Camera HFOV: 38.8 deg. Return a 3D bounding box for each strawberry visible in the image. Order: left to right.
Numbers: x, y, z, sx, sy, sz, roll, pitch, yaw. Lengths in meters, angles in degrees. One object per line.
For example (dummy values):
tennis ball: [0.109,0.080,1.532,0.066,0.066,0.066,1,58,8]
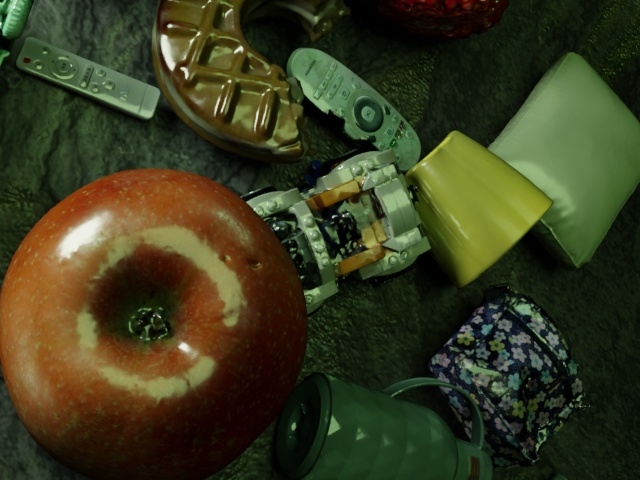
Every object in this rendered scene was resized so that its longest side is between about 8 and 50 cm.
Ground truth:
strawberry: [0.159,-0.420,1.382,0.220,0.274,0.274,-29,90,0]

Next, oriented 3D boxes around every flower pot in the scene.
flower pot: [0.210,-0.054,1.331,0.179,0.195,0.195,46,59,3]

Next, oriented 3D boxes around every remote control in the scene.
remote control: [-0.303,-0.209,1.190,0.184,0.027,0.050,21,65,-16]
remote control: [0.049,-0.192,1.361,0.256,0.045,0.097,38,64,-17]

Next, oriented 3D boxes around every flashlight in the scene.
flashlight: [0.023,-0.062,1.315,0.121,0.035,0.057,43,39,-16]

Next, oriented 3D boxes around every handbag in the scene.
handbag: [0.272,0.193,1.318,0.207,0.126,0.229,-39,95,-37]

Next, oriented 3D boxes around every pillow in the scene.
pillow: [0.412,-0.132,1.490,0.255,0.119,0.322,47,60,-8]

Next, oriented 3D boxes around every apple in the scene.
apple: [-0.181,0.096,0.997,0.348,0.277,0.349,2,81,-12]

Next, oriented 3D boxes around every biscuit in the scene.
biscuit: [-0.090,-0.290,1.246,0.268,0.115,0.366,18,67,-5]

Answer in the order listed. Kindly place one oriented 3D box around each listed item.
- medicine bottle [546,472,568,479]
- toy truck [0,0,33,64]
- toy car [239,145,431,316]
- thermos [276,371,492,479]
medicine bottle: [0.284,0.408,1.303,0.208,0.053,0.090,-29,90,-32]
toy truck: [-0.439,-0.199,1.036,0.154,0.156,0.279,20,66,-22]
toy car: [0.000,0.000,1.216,0.301,0.118,0.193,-23,97,-21]
thermos: [0.098,0.261,1.191,0.286,0.145,0.182,19,89,-23]
